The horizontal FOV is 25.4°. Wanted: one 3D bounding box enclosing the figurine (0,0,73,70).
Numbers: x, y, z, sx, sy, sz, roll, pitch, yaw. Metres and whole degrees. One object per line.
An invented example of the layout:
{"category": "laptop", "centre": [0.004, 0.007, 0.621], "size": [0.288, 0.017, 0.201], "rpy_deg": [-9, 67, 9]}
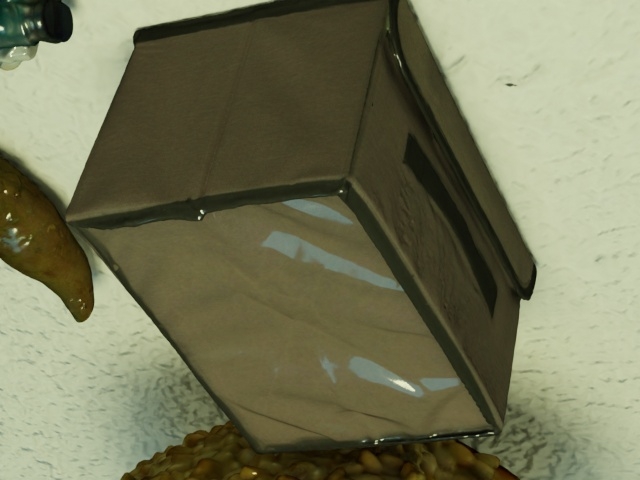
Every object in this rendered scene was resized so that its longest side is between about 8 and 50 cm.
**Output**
{"category": "figurine", "centre": [-0.225, -0.130, 0.841], "size": [0.149, 0.087, 0.086], "rpy_deg": [-2, 99, 18]}

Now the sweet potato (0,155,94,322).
{"category": "sweet potato", "centre": [-0.239, -0.039, 0.958], "size": [0.067, 0.067, 0.274], "rpy_deg": [-17, 130, 32]}

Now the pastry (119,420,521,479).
{"category": "pastry", "centre": [-0.008, 0.250, 0.996], "size": [0.409, 0.409, 0.245], "rpy_deg": [-5, 99, 22]}

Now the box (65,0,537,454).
{"category": "box", "centre": [0.000, 0.000, 0.862], "size": [0.188, 0.153, 0.252], "rpy_deg": [-7, 136, 25]}
